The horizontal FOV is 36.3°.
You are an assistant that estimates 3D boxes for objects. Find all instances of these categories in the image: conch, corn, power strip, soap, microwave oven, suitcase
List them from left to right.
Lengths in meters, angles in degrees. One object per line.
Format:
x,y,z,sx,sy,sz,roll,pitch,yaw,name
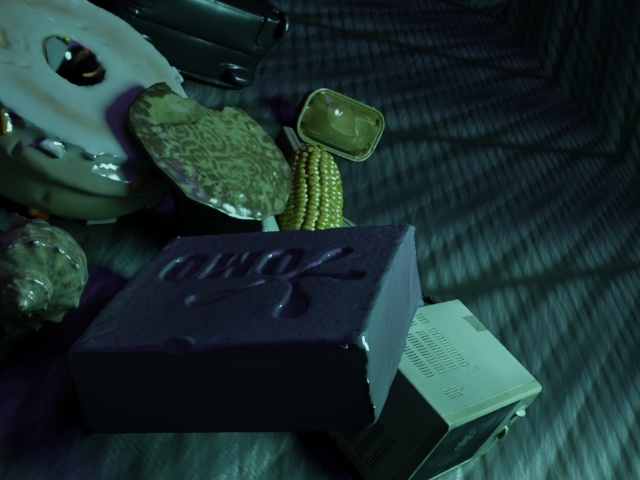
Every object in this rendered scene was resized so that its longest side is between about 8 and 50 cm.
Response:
-0.312,0.012,0.959,0.155,0.130,0.207,35,12,-33,conch
-0.266,-0.437,1.722,0.345,0.188,0.339,8,38,-40,suitcase
-0.124,-0.038,1.284,0.046,0.118,0.270,40,18,-38,power strip
-0.061,0.085,0.990,0.296,0.107,0.285,-5,22,15,soap
-0.018,0.010,1.256,0.106,0.106,0.293,19,54,-29,corn
0.118,0.179,1.174,0.194,0.145,0.240,44,27,25,microwave oven

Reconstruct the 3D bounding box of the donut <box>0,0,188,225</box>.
-0.332,-0.175,1.215,0.382,0.142,0.383,29,31,-19,donut

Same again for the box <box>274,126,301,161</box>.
-0.050,-0.143,1.637,0.025,0.048,0.115,14,34,-32,box

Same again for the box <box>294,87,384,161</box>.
0.032,-0.215,1.803,0.177,0.111,0.111,18,30,-31,box

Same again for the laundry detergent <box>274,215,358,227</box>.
0.000,0.000,1.401,0.253,0.091,0.181,35,25,1,laundry detergent

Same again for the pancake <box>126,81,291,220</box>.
-0.130,-0.108,1.190,0.235,0.029,0.212,23,38,-30,pancake
